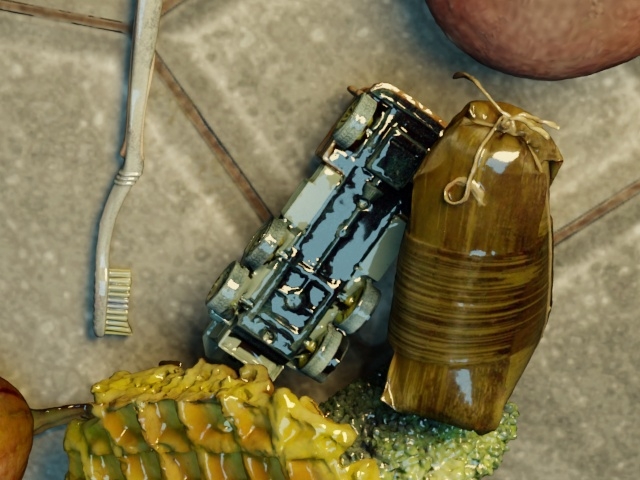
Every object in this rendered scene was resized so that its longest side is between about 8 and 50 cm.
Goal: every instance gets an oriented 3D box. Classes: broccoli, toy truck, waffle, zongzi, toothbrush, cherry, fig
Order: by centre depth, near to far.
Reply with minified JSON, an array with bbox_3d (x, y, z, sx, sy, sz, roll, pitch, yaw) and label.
[{"bbox_3d":[0.188,-0.250,1.349,0.308,0.221,0.261,-12,116,-10],"label":"cherry"},{"bbox_3d":[0.129,-0.015,1.400,0.111,0.241,0.247,14,114,13],"label":"zongzi"},{"bbox_3d":[-0.076,0.209,1.432,0.312,0.060,0.307,31,127,25],"label":"waffle"},{"bbox_3d":[0.000,0.000,1.472,0.108,0.140,0.256,35,92,-11],"label":"toy truck"},{"bbox_3d":[-0.145,-0.098,1.488,0.037,0.028,0.375,6,108,-8],"label":"toothbrush"},{"bbox_3d":[0.054,0.190,1.492,0.226,0.198,0.176,-9,109,12],"label":"broccoli"},{"bbox_3d":[-0.295,0.155,1.519,0.148,0.202,0.149,-3,127,39],"label":"fig"}]
